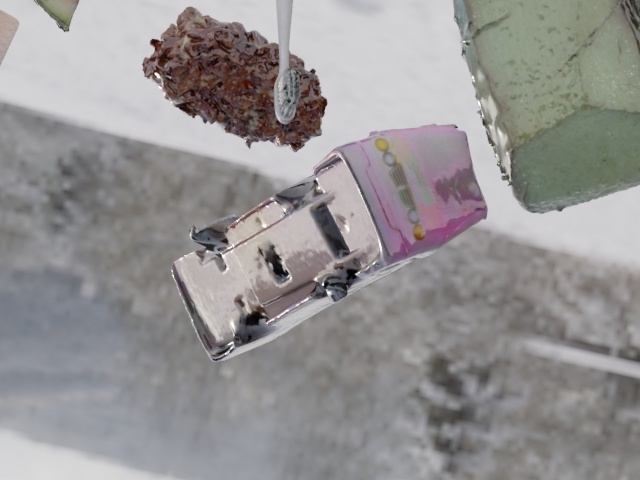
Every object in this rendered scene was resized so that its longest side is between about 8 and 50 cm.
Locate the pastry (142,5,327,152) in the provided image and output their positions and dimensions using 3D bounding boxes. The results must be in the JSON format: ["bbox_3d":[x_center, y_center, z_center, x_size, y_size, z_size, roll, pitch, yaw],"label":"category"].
[{"bbox_3d":[-0.091,-0.176,2.121,0.208,0.115,0.097,21,-156,-24],"label":"pastry"}]

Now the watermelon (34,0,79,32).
[{"bbox_3d":[-0.196,-0.299,1.581,0.119,0.245,0.063,39,-152,32],"label":"watermelon"}]

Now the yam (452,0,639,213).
[{"bbox_3d":[0.251,-0.172,1.878,0.202,0.271,0.201,-24,144,23],"label":"yam"}]

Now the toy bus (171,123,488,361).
[{"bbox_3d":[0.000,0.001,1.267,0.112,0.090,0.274,-20,175,-32],"label":"toy bus"}]

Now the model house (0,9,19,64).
[{"bbox_3d":[-0.467,-0.149,2.118,0.169,0.326,0.244,30,152,-13],"label":"model house"}]

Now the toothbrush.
[{"bbox_3d":[-0.028,-0.200,1.452,0.018,0.257,0.024,8,147,-16],"label":"toothbrush"}]
